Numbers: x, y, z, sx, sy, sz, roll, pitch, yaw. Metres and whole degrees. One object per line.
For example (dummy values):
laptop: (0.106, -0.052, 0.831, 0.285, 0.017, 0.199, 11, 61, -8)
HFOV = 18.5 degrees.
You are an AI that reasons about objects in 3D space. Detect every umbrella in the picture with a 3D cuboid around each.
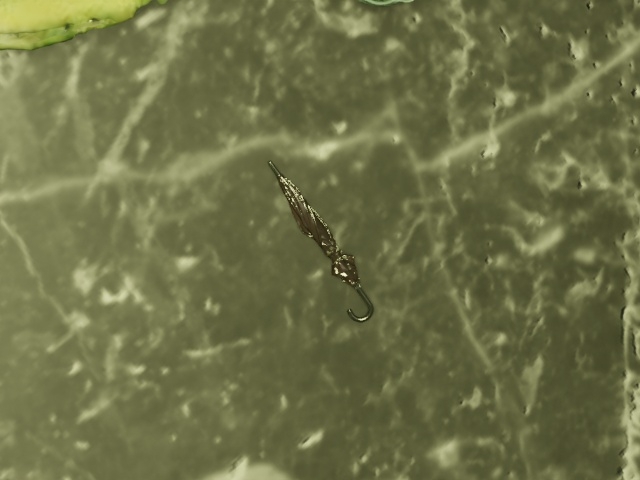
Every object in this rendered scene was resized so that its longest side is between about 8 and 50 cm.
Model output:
umbrella: (0.003, -0.001, 1.244, 0.022, 0.013, 0.122, -29, 105, 1)

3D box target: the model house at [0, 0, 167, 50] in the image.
model house: (-0.203, -0.289, 1.055, 0.321, 0.261, 0.266, 22, 56, -39)

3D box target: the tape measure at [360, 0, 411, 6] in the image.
tape measure: (0.012, -0.234, 1.202, 0.177, 0.087, 0.154, 38, 73, -22)
